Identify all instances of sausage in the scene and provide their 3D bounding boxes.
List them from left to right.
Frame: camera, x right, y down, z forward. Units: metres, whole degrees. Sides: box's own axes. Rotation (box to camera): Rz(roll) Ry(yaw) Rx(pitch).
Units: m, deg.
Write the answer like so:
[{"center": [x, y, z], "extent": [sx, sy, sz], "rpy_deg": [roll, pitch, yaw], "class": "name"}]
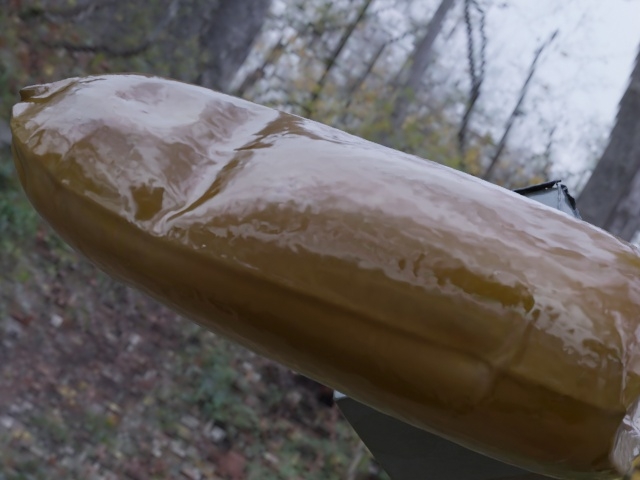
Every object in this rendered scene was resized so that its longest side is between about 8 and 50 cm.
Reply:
[{"center": [0.000, 0.003, 0.652], "extent": [0.354, 0.134, 0.116], "rpy_deg": [23, -41, 21], "class": "sausage"}]

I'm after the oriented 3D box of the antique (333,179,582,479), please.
[{"center": [0.106, 0.070, 0.845], "extent": [0.147, 0.152, 0.148], "rpy_deg": [-14, -49, 25], "class": "antique"}]
